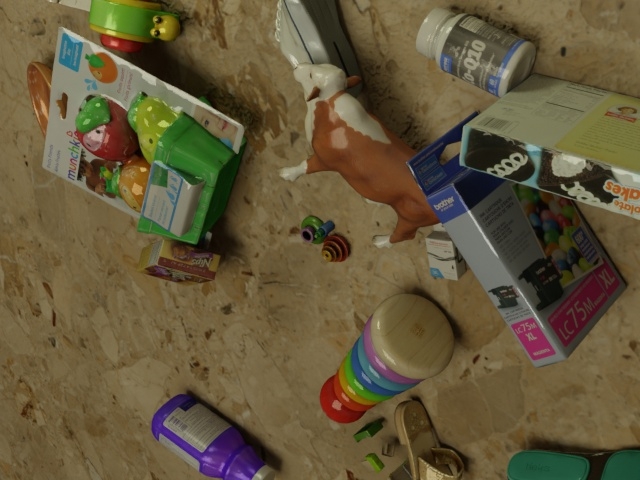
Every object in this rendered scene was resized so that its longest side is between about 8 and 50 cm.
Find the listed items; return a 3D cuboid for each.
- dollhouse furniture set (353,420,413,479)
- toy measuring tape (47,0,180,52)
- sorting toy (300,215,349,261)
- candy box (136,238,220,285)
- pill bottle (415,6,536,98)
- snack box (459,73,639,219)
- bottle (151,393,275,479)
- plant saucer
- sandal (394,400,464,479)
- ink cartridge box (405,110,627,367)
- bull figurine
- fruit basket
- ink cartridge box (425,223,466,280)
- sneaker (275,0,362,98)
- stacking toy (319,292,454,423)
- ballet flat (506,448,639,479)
[{"bbox_3d":[0.124,0.401,1.674,0.151,0.076,0.058,52,150,3],"label":"dollhouse furniture set"},{"bbox_3d":[-0.369,-0.386,1.540,0.330,0.121,0.121,23,130,28],"label":"toy measuring tape"},{"bbox_3d":[0.000,0.000,1.533,0.102,0.042,0.061,33,134,21],"label":"sorting toy"},{"bbox_3d":[-0.263,0.042,1.704,0.109,0.053,0.187,17,169,-20],"label":"candy box"},{"bbox_3d":[0.195,-0.240,1.177,0.137,0.078,0.078,31,133,23],"label":"pill bottle"},{"bbox_3d":[0.346,-0.101,1.056,0.322,0.187,0.060,21,129,31],"label":"snack box"},{"bbox_3d":[-0.224,0.438,1.965,0.283,0.118,0.092,29,132,23],"label":"bottle"},{"bbox_3d":[-0.509,-0.248,1.783,0.200,0.037,0.200,42,144,41],"label":"plant saucer"},{"bbox_3d":[0.203,0.383,1.575,0.079,0.088,0.240,-13,103,51],"label":"sandal"},{"bbox_3d":[0.256,-0.015,1.192,0.311,0.186,0.065,55,140,-2],"label":"ink cartridge box"},{"bbox_3d":[0.056,-0.116,1.323,0.310,0.101,0.188,40,144,-11],"label":"bull figurine"},{"bbox_3d":[-0.321,-0.152,1.591,0.353,0.165,0.327,25,134,0],"label":"fruit basket"},{"bbox_3d":[0.186,0.015,1.389,0.048,0.028,0.083,8,121,38],"label":"ink cartridge box"},{"bbox_3d":[-0.028,-0.308,1.316,0.091,0.094,0.258,-5,114,38],"label":"sneaker"},{"bbox_3d":[0.090,0.216,1.552,0.141,0.141,0.330,47,144,7],"label":"stacking toy"},{"bbox_3d":[0.428,0.368,1.376,0.316,0.107,0.106,-2,135,48],"label":"ballet flat"}]
